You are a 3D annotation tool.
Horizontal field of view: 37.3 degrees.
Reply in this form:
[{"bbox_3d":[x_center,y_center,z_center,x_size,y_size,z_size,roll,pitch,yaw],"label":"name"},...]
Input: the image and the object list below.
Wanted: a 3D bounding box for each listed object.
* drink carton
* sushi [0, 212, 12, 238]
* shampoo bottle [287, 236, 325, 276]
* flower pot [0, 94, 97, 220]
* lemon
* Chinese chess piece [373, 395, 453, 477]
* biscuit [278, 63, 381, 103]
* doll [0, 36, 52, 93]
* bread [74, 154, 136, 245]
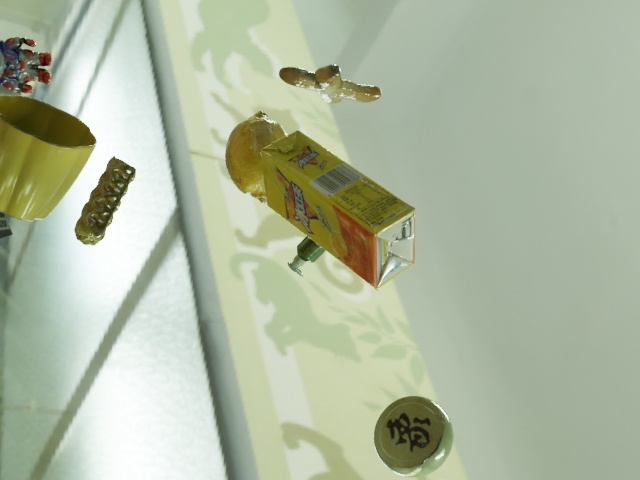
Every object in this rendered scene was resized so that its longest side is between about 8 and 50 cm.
[{"bbox_3d":[0.029,-0.065,1.864,0.351,0.111,0.154,37,-34,37],"label":"drink carton"},{"bbox_3d":[-0.827,-0.073,2.237,0.031,0.139,0.201,-38,-107,55],"label":"sushi"},{"bbox_3d":[0.000,0.000,2.302,0.204,0.065,0.065,-45,-143,10],"label":"shampoo bottle"},{"bbox_3d":[-0.525,-0.141,1.703,0.179,0.195,0.195,-62,-148,18],"label":"flower pot"},{"bbox_3d":[-0.166,-0.226,2.570,0.188,0.188,0.256,-18,-110,58],"label":"lemon"},{"bbox_3d":[0.164,0.345,1.674,0.144,0.058,0.144,-15,-127,21],"label":"Chinese chess piece"},{"bbox_3d":[0.021,-0.354,2.160,0.164,0.208,0.047,7,-94,34],"label":"biscuit"},{"bbox_3d":[-0.479,-0.253,1.336,0.062,0.195,0.104,-108,-152,-52],"label":"doll"},{"bbox_3d":[-0.615,-0.108,2.695,0.098,0.087,0.269,116,-2,-74],"label":"bread"}]
